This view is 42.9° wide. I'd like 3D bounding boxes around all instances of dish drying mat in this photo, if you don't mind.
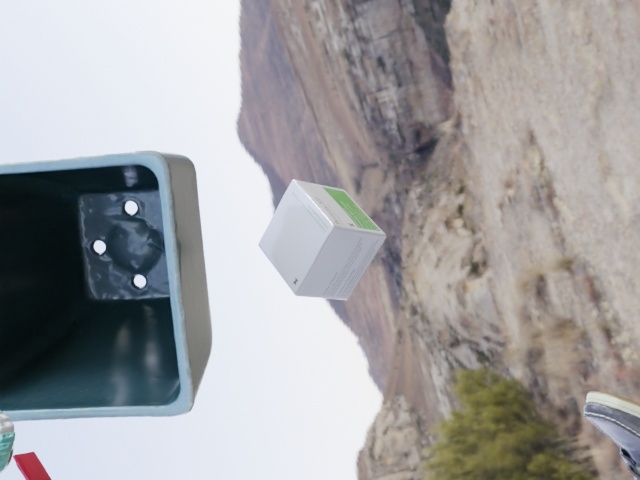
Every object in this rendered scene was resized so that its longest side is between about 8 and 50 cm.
[{"bbox_3d":[-0.295,0.260,0.863,0.083,0.008,0.032,48,-166,22],"label":"dish drying mat"}]

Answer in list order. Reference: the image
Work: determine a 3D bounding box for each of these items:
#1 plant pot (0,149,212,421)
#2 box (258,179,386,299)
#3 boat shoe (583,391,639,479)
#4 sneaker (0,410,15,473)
[{"bbox_3d":[-0.233,0.028,0.865,0.252,0.248,0.246,-57,-37,-78],"label":"plant pot"},{"bbox_3d":[0.000,0.000,0.953,0.087,0.102,0.101,7,-148,-40],"label":"box"},{"bbox_3d":[0.243,0.159,0.567,0.152,0.049,0.056,34,167,-7],"label":"boat shoe"},{"bbox_3d":[-0.279,0.161,0.602,0.065,0.167,0.076,-6,-83,-49],"label":"sneaker"}]
